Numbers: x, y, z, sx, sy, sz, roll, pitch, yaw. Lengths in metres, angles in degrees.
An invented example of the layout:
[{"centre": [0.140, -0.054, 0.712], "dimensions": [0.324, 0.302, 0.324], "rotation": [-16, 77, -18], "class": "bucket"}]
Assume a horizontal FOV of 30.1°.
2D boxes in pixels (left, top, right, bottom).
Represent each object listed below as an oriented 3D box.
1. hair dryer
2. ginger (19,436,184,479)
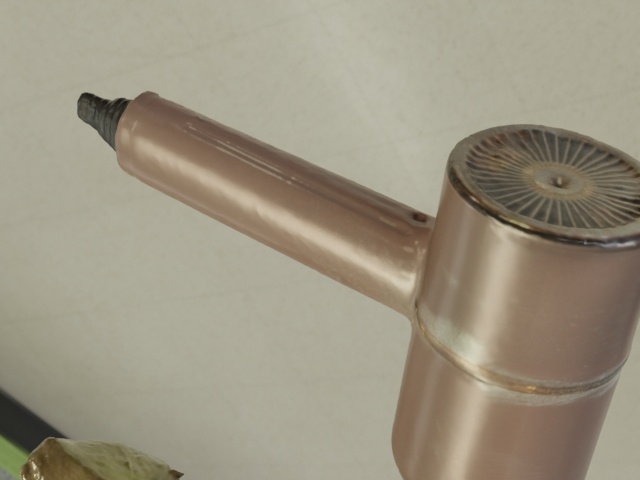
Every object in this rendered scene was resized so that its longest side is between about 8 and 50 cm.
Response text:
[{"centre": [0.000, 0.000, 0.634], "dimensions": [0.344, 0.106, 0.189], "rotation": [27, 128, 26], "class": "hair dryer"}, {"centre": [-0.154, 0.237, 0.774], "dimensions": [0.137, 0.213, 0.074], "rotation": [8, 168, 3], "class": "ginger"}]
